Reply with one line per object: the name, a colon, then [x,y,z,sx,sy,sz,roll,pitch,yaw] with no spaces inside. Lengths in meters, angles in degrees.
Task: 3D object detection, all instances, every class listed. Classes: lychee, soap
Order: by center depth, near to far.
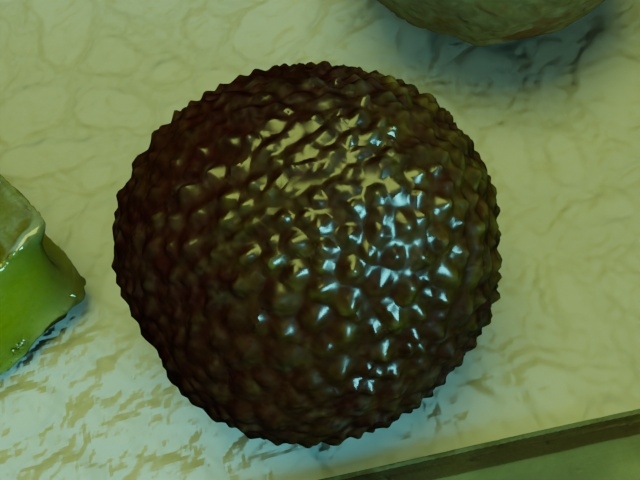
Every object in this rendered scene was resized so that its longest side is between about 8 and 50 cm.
lychee: [-0.004,0.004,0.511,0.194,0.194,0.194,-5,56,7]
soap: [-0.252,-0.008,0.622,0.135,0.076,0.233,-42,58,-16]

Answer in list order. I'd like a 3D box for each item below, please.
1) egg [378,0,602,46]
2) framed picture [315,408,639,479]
egg: [0.093,-0.216,0.627,0.195,0.195,0.233,-17,42,-1]
framed picture: [0.085,0.169,0.479,0.231,0.010,0.173,-12,55,2]
